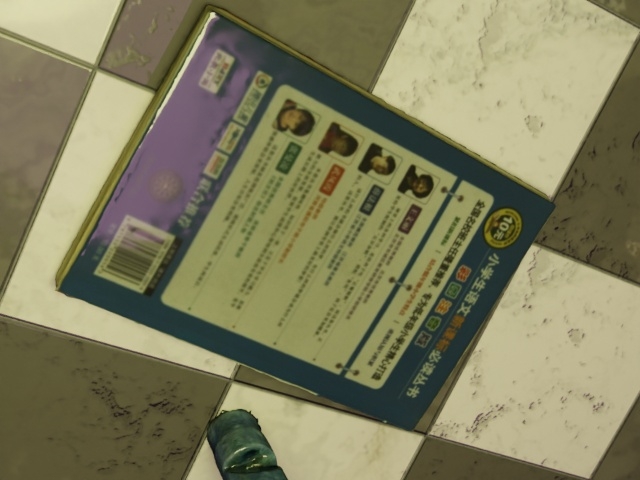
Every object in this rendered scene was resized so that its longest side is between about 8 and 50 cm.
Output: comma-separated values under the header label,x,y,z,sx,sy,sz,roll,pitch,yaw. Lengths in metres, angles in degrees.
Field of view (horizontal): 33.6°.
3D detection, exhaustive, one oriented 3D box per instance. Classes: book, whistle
label,x,y,z,sx,sy,sz,roll,pitch,yaw
book,0.000,0.000,1.042,0.428,0.039,0.300,26,101,-27
whistle,-0.042,0.258,0.984,0.062,0.304,0.062,-8,115,-17
